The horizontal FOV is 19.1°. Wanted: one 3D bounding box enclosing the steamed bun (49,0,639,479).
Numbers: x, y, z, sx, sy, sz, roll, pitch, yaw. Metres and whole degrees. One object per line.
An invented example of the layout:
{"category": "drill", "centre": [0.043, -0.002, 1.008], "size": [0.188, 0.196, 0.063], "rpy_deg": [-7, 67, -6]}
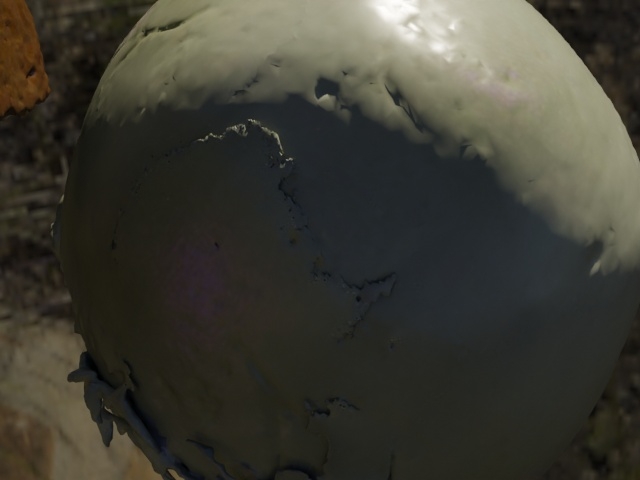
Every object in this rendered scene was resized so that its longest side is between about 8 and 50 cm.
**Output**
{"category": "steamed bun", "centre": [0.000, 0.000, 1.018], "size": [0.334, 0.312, 0.233], "rpy_deg": [29, 36, 15]}

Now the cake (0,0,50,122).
{"category": "cake", "centre": [-0.362, -0.130, 1.303], "size": [0.293, 0.196, 0.199], "rpy_deg": [-15, 13, 22]}
